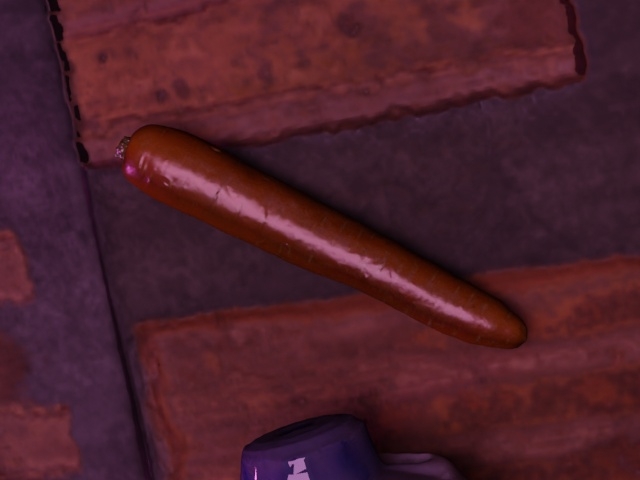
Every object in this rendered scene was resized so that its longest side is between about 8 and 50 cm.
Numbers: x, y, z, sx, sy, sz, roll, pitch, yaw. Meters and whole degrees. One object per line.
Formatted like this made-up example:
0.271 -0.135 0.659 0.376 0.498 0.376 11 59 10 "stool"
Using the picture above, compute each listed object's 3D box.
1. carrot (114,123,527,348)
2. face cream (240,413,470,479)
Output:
0.000 0.000 1.033 0.247 0.043 0.043 27 104 7 "carrot"
0.060 0.290 1.034 0.234 0.137 0.420 -18 102 15 "face cream"
